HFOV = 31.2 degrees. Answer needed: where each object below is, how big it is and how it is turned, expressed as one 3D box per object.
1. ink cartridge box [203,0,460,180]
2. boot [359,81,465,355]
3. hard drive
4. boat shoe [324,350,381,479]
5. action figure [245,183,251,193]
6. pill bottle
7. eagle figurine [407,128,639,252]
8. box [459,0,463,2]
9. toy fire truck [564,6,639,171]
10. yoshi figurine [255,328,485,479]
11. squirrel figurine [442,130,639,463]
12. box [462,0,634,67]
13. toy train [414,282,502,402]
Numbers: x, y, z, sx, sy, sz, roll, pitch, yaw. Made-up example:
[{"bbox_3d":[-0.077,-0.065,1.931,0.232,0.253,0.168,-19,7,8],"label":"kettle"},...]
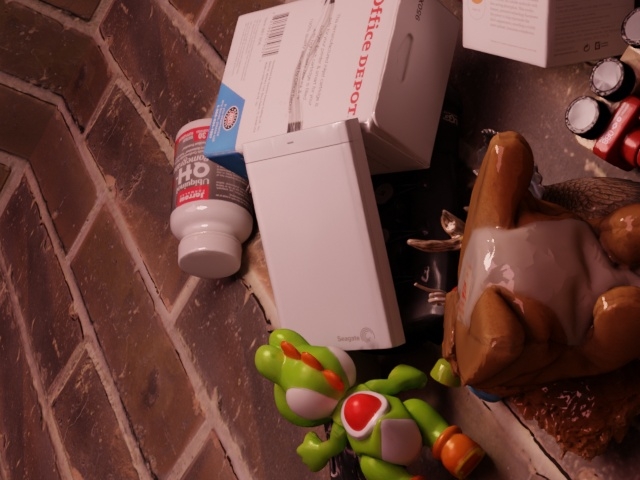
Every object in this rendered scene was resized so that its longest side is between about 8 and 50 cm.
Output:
[{"bbox_3d":[0.016,-0.259,1.945,0.395,0.166,0.285,-3,67,44],"label":"ink cartridge box"},{"bbox_3d":[0.102,-0.012,1.970,0.367,0.146,0.445,-27,55,48],"label":"boot"},{"bbox_3d":[0.000,0.000,1.808,0.233,0.047,0.353,-8,97,43],"label":"hard drive"},{"bbox_3d":[0.038,0.266,1.904,0.113,0.127,0.340,-32,57,27],"label":"boat shoe"},{"bbox_3d":[-0.060,-0.111,2.287,0.185,0.099,0.285,-64,29,20],"label":"action figure"},{"bbox_3d":[-0.230,-0.087,2.436,0.176,0.176,0.318,-32,48,42],"label":"pill bottle"},{"bbox_3d":[0.304,-0.051,1.630,0.225,0.226,0.298,53,142,12],"label":"eagle figurine"},{"bbox_3d":[0.224,-0.585,2.085,0.213,0.117,0.243,-65,32,27],"label":"box"},{"bbox_3d":[0.471,-0.176,1.527,0.246,0.159,0.217,45,109,42],"label":"toy fire truck"},{"bbox_3d":[0.059,0.272,1.738,0.362,0.204,0.203,36,122,19],"label":"yoshi figurine"},{"bbox_3d":[0.351,0.098,1.400,0.397,0.371,0.281,102,174,-58],"label":"squirrel figurine"},{"bbox_3d":[0.337,-0.452,1.703,0.215,0.168,0.345,32,130,57],"label":"box"},{"bbox_3d":[0.198,0.145,1.636,0.143,0.248,0.105,-65,33,14],"label":"toy train"}]
